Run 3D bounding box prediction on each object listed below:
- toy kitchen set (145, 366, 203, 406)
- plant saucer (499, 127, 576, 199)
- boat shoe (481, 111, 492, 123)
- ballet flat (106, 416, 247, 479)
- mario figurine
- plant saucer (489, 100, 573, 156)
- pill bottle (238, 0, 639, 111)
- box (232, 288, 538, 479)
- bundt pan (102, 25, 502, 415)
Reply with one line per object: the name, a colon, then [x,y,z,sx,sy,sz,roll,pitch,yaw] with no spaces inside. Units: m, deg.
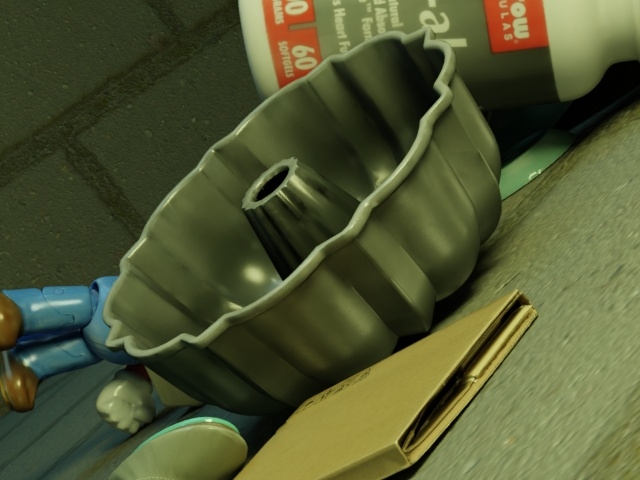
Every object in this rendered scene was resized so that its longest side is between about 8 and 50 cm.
toy kitchen set: [-0.051,0.060,1.437,0.207,0.122,0.166,-6,25,39]
plant saucer: [0.174,-0.067,1.365,0.119,0.021,0.119,-37,6,5]
boat shoe: [0.109,-0.133,1.461,0.116,0.123,0.324,86,-157,-51]
ballet flat: [-0.120,0.185,0.990,0.213,0.072,0.068,-35,38,38]
mario figurine: [-0.169,0.083,1.521,0.320,0.170,0.198,-16,-17,-7]
plant saucer: [0.225,-0.231,1.525,0.318,0.043,0.317,-60,14,25]
pill bottle: [0.127,-0.212,1.289,0.362,0.210,0.210,-7,14,13]
box: [0.019,0.111,0.889,0.201,0.021,0.164,-32,8,41]
bundt pan: [0.000,0.000,1.125,0.331,0.124,0.331,-35,23,17]
